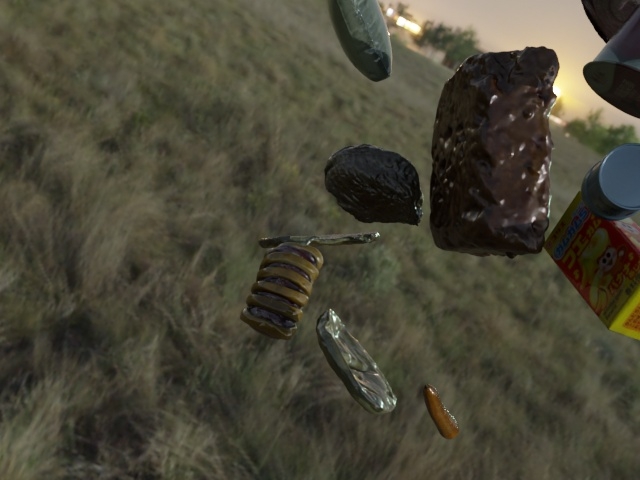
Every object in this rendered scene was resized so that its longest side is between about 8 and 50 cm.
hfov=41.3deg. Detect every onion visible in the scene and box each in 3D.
[{"bbox_3d":[0.751,-0.580,1.978,0.272,0.256,0.230,7,50,22],"label":"onion"}]

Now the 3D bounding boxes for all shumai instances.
[{"bbox_3d":[0.134,-0.147,1.890,0.218,0.184,0.185,7,39,19],"label":"shumai"}]

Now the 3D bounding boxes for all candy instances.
[{"bbox_3d":[0.527,0.038,1.544,0.088,0.146,0.276,16,28,-22],"label":"candy"}]

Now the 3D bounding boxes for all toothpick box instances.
[{"bbox_3d":[0.463,-0.086,1.302,0.101,0.101,0.153,30,1,9],"label":"toothpick box"}]

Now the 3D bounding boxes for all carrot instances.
[{"bbox_3d":[0.201,0.292,1.449,0.037,0.037,0.190,40,-11,39],"label":"carrot"}]

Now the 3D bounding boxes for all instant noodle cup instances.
[{"bbox_3d":[0.705,-0.381,1.805,0.234,0.178,0.235,32,-5,3],"label":"instant noodle cup"}]

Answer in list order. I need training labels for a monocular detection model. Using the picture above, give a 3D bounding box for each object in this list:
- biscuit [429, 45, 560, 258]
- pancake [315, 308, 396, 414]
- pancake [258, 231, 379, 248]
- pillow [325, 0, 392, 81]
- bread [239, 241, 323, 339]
[{"bbox_3d":[0.330,-0.161,1.687,0.166,0.395,0.342,4,-3,-6],"label":"biscuit"},{"bbox_3d":[0.065,0.245,1.661,0.242,0.050,0.242,49,14,-17],"label":"pancake"},{"bbox_3d":[0.000,0.000,2.061,0.286,0.033,0.288,-2,0,26],"label":"pancake"},{"bbox_3d":[0.082,-0.525,1.983,0.322,0.119,0.255,-95,162,-59],"label":"pillow"},{"bbox_3d":[-0.086,0.105,1.859,0.134,0.225,0.081,15,-22,11],"label":"bread"}]
